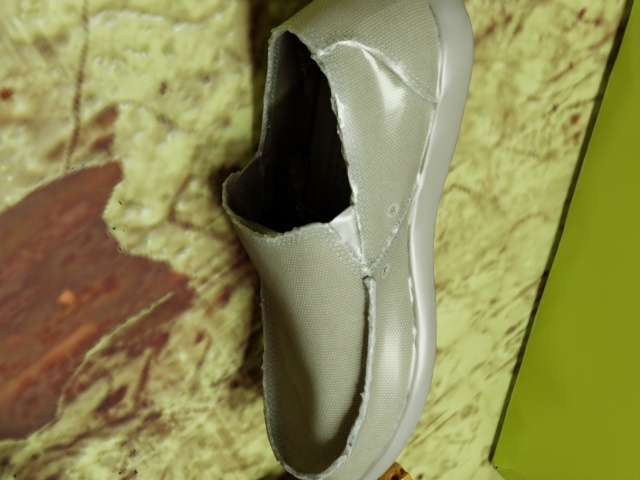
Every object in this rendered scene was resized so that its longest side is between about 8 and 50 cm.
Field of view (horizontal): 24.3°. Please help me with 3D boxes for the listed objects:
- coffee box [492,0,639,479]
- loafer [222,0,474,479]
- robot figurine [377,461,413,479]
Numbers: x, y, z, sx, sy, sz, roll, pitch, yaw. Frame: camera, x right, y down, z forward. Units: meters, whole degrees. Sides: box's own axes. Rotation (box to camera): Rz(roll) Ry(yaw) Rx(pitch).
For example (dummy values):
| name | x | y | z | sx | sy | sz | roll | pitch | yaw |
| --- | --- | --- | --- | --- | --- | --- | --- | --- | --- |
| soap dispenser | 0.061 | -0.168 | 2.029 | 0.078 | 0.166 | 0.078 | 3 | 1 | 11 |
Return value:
| name | x | y | z | sx | sy | sz | roll | pitch | yaw |
| --- | --- | --- | --- | --- | --- | --- | --- | --- | --- |
| coffee box | 0.358 | 0.064 | 0.854 | 0.334 | 0.338 | 0.338 | -8 | 124 | -34 |
| loafer | 0.000 | 0.000 | 0.708 | 0.092 | 0.102 | 0.269 | -7 | 114 | -33 |
| robot figurine | -0.039 | 0.253 | 0.856 | 0.291 | 0.085 | 0.211 | -44 | 136 | -7 |
